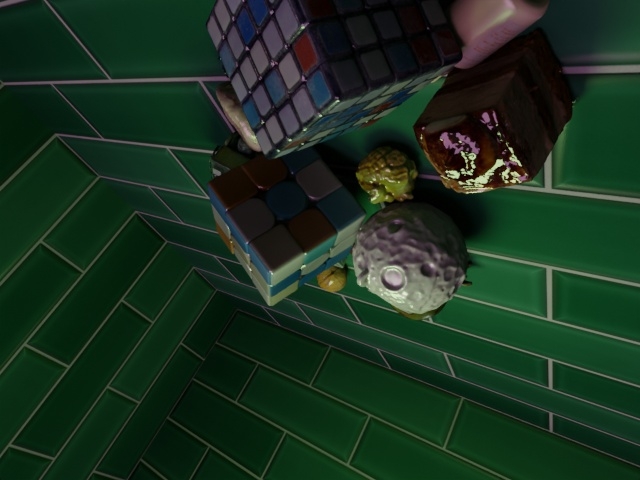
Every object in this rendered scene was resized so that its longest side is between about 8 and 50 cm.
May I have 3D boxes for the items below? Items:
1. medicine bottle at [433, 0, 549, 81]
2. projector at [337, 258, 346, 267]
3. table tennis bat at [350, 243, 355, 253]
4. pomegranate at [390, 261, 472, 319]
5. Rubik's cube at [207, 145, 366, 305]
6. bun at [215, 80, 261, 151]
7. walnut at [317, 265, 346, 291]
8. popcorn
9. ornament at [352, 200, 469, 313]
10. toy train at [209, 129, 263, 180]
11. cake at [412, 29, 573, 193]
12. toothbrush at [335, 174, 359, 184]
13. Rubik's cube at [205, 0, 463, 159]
[{"bbox_3d":[0.261,-0.368,0.794,0.114,0.114,0.252,37,155,-14],"label":"medicine bottle"},{"bbox_3d":[0.026,0.059,1.933,0.147,0.061,0.115,17,168,25],"label":"projector"},{"bbox_3d":[0.118,0.033,1.862,0.156,0.013,0.087,7,149,39],"label":"table tennis bat"},{"bbox_3d":[0.353,0.148,1.554,0.242,0.242,0.306,34,147,-6],"label":"pomegranate"},{"bbox_3d":[-0.111,-0.055,1.424,0.344,0.347,0.347,53,162,16],"label":"Rubik's cube"},{"bbox_3d":[-0.197,-0.366,1.290,0.231,0.133,0.231,56,178,2],"label":"bun"},{"bbox_3d":[0.050,0.161,2.039,0.144,0.144,0.180,24,161,15],"label":"walnut"},{"bbox_3d":[0.189,-0.176,1.242,0.174,0.142,0.173,9,130,11],"label":"popcorn"},{"bbox_3d":[0.268,0.041,1.332,0.337,0.337,0.337,25,155,12],"label":"ornament"},{"bbox_3d":[-0.280,-0.245,1.566,0.159,0.188,0.271,29,154,2],"label":"toy train"},{"bbox_3d":[0.313,-0.205,0.836,0.196,0.293,0.198,0,138,50],"label":"cake"},{"bbox_3d":[0.124,-0.184,1.423,0.276,0.019,0.025,17,147,28],"label":"toothbrush"},{"bbox_3d":[0.011,-0.350,0.796,0.293,0.287,0.291,-23,93,61],"label":"Rubik's cube"}]
